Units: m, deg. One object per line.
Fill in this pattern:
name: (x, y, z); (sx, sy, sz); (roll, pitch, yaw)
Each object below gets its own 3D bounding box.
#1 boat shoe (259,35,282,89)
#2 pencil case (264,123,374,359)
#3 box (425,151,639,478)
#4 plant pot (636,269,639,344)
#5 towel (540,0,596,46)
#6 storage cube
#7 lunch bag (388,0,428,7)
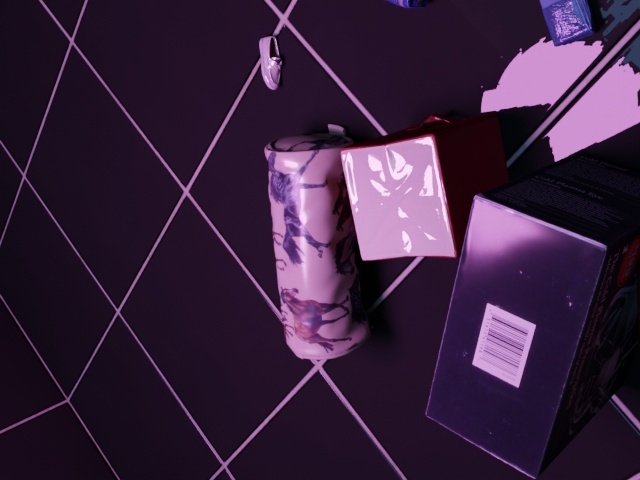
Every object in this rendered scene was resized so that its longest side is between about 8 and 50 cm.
boat shoe: (-0.090, -0.339, 1.483); (0.035, 0.035, 0.100); (-2, 97, 44)
pencil case: (0.000, 0.000, 1.430); (0.159, 0.183, 0.411); (4, 105, 35)
box: (0.328, 0.085, 1.076); (0.178, 0.312, 0.344); (25, 121, 32)
plant pot: (0.543, 0.108, 0.948); (0.267, 0.267, 0.236); (-30, 73, 43)
towel: (0.344, -0.340, 1.103); (0.067, 0.029, 0.120); (-15, 95, 44)
storage cube: (0.171, -0.085, 1.235); (0.183, 0.193, 0.215); (-3, 104, 42)
lunch bag: (0.144, -0.417, 1.224); (0.065, 0.067, 0.099); (27, 120, 31)
